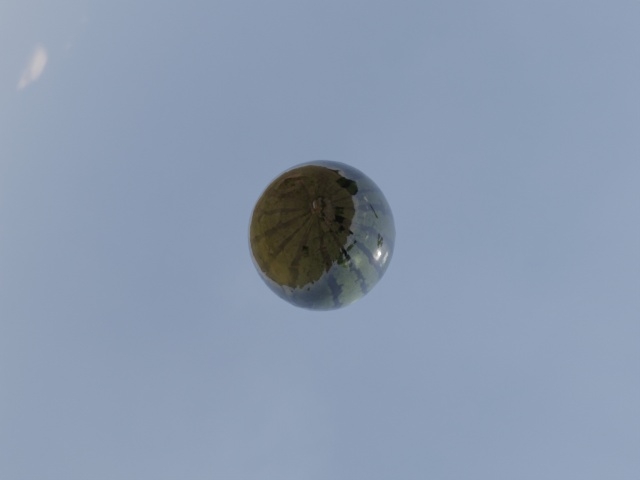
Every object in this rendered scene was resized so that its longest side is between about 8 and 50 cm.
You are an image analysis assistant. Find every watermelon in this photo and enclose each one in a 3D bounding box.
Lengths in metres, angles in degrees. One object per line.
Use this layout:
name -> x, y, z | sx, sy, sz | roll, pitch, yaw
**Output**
watermelon -> 0.000, 0.000, 0.629 | 0.133, 0.105, 0.105 | 105, -1, -75
